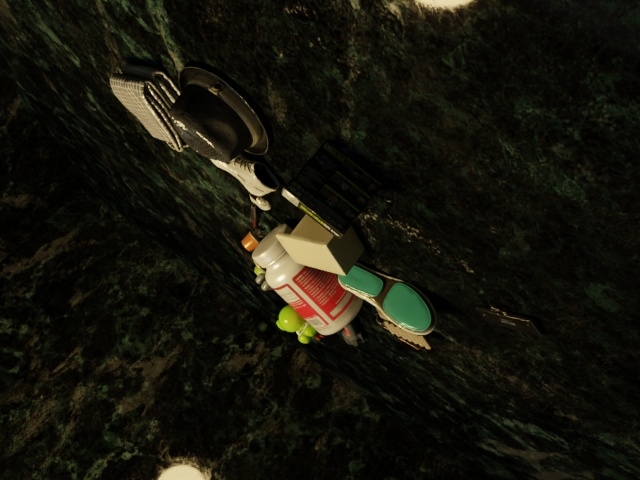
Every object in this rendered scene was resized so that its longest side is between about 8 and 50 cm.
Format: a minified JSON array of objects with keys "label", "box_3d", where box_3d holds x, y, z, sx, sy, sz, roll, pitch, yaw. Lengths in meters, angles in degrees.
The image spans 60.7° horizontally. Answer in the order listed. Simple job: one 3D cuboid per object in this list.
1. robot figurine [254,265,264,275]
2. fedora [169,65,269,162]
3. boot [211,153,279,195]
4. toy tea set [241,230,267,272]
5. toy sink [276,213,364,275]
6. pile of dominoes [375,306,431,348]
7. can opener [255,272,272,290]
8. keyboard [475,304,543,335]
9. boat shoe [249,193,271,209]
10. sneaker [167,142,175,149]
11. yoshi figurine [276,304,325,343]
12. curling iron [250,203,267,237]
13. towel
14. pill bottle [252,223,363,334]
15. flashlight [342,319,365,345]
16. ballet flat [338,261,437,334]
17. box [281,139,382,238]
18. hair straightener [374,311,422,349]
[{"label":"robot figurine","box_3d":[-0.270,0.156,2.641,0.115,0.067,0.101,46,178,-17]},{"label":"fedora","box_3d":[-0.316,-0.335,1.587,0.334,0.152,0.334,34,159,15]},{"label":"boot","box_3d":[-0.243,-0.246,1.761,0.258,0.095,0.123,40,155,-26]},{"label":"toy tea set","box_3d":[-0.189,0.084,2.352,0.336,0.124,0.200,46,-172,-27]},{"label":"toy sink","box_3d":[0.000,0.000,1.782,0.234,0.131,0.152,11,146,43]},{"label":"pile of dominoes","box_3d":[0.299,0.283,1.990,0.251,0.040,0.195,13,135,58]},{"label":"can opener","box_3d":[-0.155,0.168,2.157,0.074,0.093,0.280,44,-163,23]},{"label":"keyboard","box_3d":[0.514,0.211,1.508,0.108,0.023,0.180,44,159,-31]},{"label":"boat shoe","box_3d":[-0.220,-0.144,1.989,0.100,0.035,0.035,34,162,31]},{"label":"sneaker","box_3d":[-0.561,-0.406,2.010,0.162,0.063,0.073,55,172,-27]},{"label":"yoshi figurine","box_3d":[-0.081,0.292,2.250,0.362,0.203,0.203,-89,-4,-75]},{"label":"curling iron","box_3d":[-0.251,-0.082,2.166,0.068,0.035,0.274,30,159,12]},{"label":"towel","box_3d":[-0.541,-0.435,1.806,0.235,0.121,0.283,21,153,42]},{"label":"pill bottle","box_3d":[-0.050,0.139,2.012,0.407,0.229,0.229,46,158,-18]},{"label":"flashlight","box_3d":[0.106,0.366,2.406,0.103,0.103,0.304,57,175,38]},{"label":"ballet flat","box_3d":[0.234,0.188,1.817,0.400,0.139,0.139,29,157,36]},{"label":"box","box_3d":[0.031,-0.131,1.385,0.191,0.184,0.045,38,157,1]},{"label":"hair straightener","box_3d":[0.298,0.328,2.102,0.231,0.047,0.089,31,142,34]}]
